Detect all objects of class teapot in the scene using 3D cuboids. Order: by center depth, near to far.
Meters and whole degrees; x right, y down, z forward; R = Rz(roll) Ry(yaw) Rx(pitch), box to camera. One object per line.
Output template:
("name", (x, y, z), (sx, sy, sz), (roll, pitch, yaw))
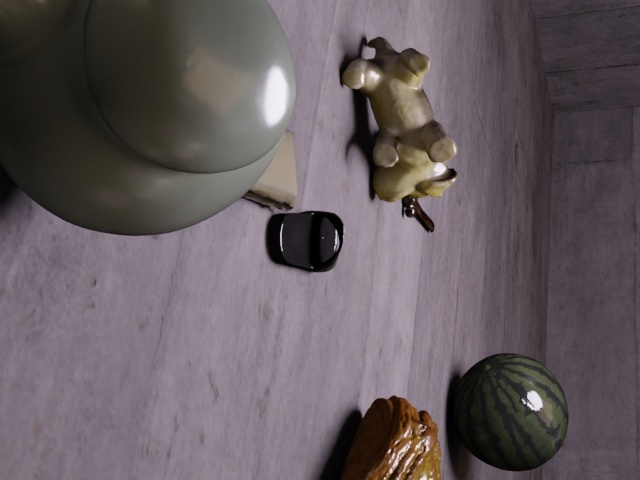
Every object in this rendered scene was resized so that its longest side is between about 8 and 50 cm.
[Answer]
("teapot", (-0.142, -0.106, 0.563), (0.318, 0.149, 0.220), (-11, 93, -41))

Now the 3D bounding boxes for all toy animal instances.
("toy animal", (0.107, -0.150, 1.301), (0.168, 0.121, 0.233), (-83, 155, -73))

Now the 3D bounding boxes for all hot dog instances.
("hot dog", (0.078, 0.309, 1.157), (0.272, 0.122, 0.196), (-56, 139, -61))

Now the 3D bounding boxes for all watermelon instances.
("watermelon", (0.335, 0.304, 1.742), (0.212, 0.212, 0.212), (-2, 90, -70))

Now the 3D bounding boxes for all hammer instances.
("hammer", (0.163, -0.046, 1.569), (0.178, 0.021, 0.065), (38, 52, -65))

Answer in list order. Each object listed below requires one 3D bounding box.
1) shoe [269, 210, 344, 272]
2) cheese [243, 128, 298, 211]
("shoe", (0.000, 0.000, 1.072), (0.179, 0.049, 0.071), (3, 86, -70))
("cheese", (-0.099, -0.091, 0.836), (0.400, 0.034, 0.085), (17, 75, -68))
